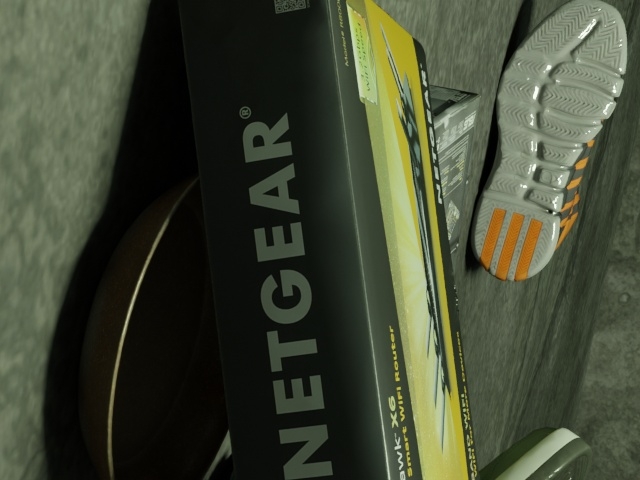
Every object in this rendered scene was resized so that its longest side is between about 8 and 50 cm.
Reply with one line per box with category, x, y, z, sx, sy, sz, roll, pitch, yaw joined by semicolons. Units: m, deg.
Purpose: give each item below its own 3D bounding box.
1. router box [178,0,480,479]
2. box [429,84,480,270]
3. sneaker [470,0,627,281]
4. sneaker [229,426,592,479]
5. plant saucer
router box;0.016;0.024;0.814;0.243;0.081;0.308;10;72;-74
box;0.063;-0.016;1.178;0.231;0.056;0.183;-38;138;-64
sneaker;0.253;-0.114;1.656;0.180;0.125;0.321;-18;130;-75
sneaker;0.026;0.190;0.997;0.295;0.178;0.123;-36;147;-20
plant saucer;-0.081;0.052;0.794;0.198;0.036;0.198;13;90;-74
